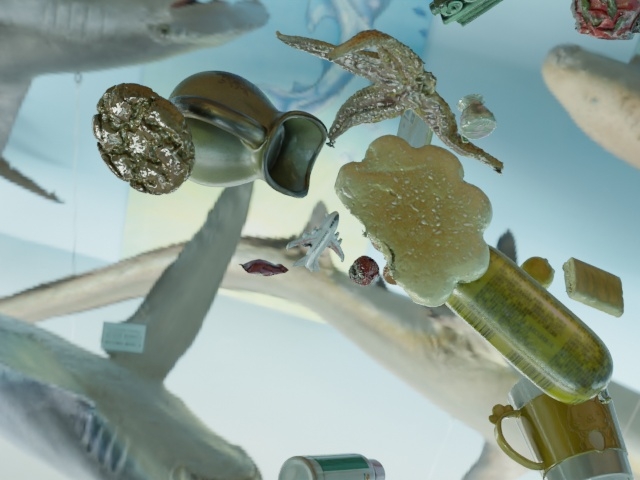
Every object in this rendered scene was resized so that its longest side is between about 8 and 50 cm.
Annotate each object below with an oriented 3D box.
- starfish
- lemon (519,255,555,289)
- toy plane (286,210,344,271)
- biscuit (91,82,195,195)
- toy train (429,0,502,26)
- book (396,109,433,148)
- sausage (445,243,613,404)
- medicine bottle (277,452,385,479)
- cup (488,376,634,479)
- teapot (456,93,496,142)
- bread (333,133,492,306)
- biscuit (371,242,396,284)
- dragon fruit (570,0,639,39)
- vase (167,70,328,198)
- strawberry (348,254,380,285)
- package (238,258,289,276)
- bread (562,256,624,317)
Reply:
[{"bbox_3d":[0.118,-0.271,1.631,0.383,0.132,0.398,4,155,36],"label":"starfish"},{"bbox_3d":[0.389,0.062,1.547,0.065,0.065,0.092,25,-125,21],"label":"lemon"},{"bbox_3d":[0.000,0.000,2.037,0.162,0.171,0.065,13,-159,-32],"label":"toy plane"},{"bbox_3d":[-0.319,-0.176,1.524,0.225,0.226,0.042,23,-140,17],"label":"biscuit"},{"bbox_3d":[0.273,-0.433,1.478,0.111,0.170,0.071,18,-128,-47],"label":"toy train"},{"bbox_3d":[0.242,-0.244,2.332,0.025,0.283,0.215,3,-152,-17],"label":"book"},{"bbox_3d":[0.309,0.124,1.313,0.347,0.123,0.123,42,-147,9],"label":"sausage"},{"bbox_3d":[0.030,0.452,1.629,0.095,0.095,0.260,36,-167,37],"label":"medicine bottle"},{"bbox_3d":[0.432,0.355,1.557,0.241,0.185,0.226,-5,-128,-11],"label":"cup"},{"bbox_3d":[0.263,-0.210,1.483,0.064,0.083,0.064,1,-121,-21],"label":"teapot"},{"bbox_3d":[0.144,-0.042,1.221,0.251,0.181,0.039,55,180,8],"label":"bread"},{"bbox_3d":[0.196,0.020,2.053,0.192,0.186,0.036,35,-160,-38],"label":"biscuit"},{"bbox_3d":[0.575,-0.491,1.697,0.160,0.172,0.166,19,-153,34],"label":"dragon fruit"},{"bbox_3d":[-0.177,-0.219,1.723,0.302,0.241,0.329,20,178,19],"label":"vase"},{"bbox_3d":[0.119,0.081,2.263,0.083,0.083,0.096,29,-156,26],"label":"strawberry"},{"bbox_3d":[-0.105,0.050,1.568,0.083,0.029,0.059,-1,-168,-20],"label":"package"},{"bbox_3d":[0.766,0.133,2.408,0.178,0.060,0.140,23,-128,-18],"label":"bread"}]
